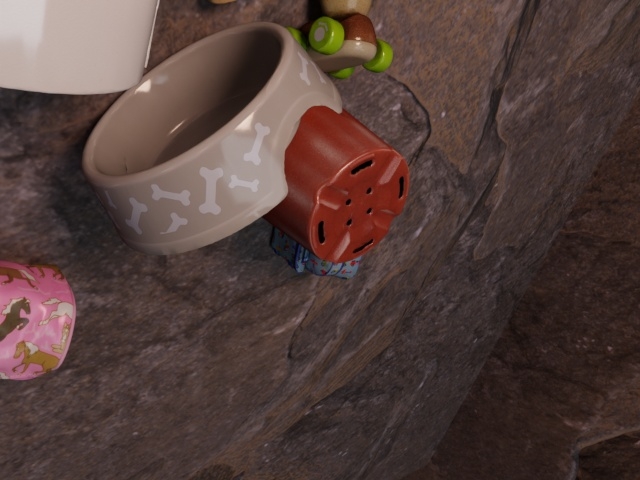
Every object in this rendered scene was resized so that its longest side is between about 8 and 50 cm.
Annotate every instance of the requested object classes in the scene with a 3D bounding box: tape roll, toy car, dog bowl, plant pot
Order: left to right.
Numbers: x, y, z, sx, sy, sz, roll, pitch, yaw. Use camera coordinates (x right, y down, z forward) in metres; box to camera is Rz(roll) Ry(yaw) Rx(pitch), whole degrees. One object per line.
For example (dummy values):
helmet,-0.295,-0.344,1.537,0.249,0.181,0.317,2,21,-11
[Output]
tape roll,-0.299,-0.236,0.530,0.286,0.286,0.100,-5,125,-43
dog bowl,-0.149,-0.148,0.728,0.348,0.348,0.102,-42,131,-10
plant pot,-0.015,-0.114,0.937,0.272,0.265,0.273,-26,138,-27
toy car,0.024,-0.371,0.902,0.155,0.148,0.189,-1,94,-49

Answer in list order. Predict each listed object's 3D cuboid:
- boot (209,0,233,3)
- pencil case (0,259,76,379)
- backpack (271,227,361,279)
boot,-0.074,-0.473,0.719,0.236,0.089,0.270,-23,137,-12
pencil case,-0.510,0.099,0.713,0.386,0.160,0.167,9,123,-49
backpack,0.000,0.000,1.127,0.116,0.173,0.158,-11,130,-39
